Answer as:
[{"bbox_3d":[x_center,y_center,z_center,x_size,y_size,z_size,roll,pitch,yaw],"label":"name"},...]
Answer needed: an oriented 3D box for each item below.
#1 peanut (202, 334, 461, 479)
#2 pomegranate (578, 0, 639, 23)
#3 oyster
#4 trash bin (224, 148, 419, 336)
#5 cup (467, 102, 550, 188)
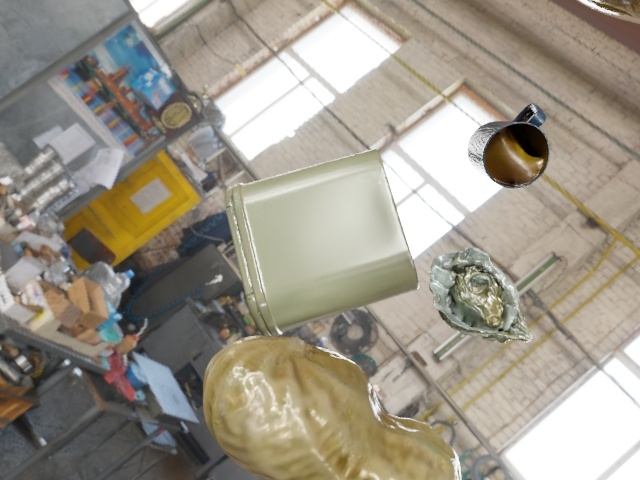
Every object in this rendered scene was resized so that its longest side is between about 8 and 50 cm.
[{"bbox_3d":[0.019,0.209,0.571,0.325,0.153,0.140,32,-11,-18],"label":"peanut"},{"bbox_3d":[0.256,-0.279,0.357,0.264,0.264,0.264,51,-6,8],"label":"pomegranate"},{"bbox_3d":[0.161,0.057,0.553,0.037,0.098,0.101,62,28,-60],"label":"oyster"},{"bbox_3d":[0.000,0.000,0.818,0.121,0.247,0.244,59,16,-73],"label":"trash bin"},{"bbox_3d":[0.353,-0.170,0.990,0.114,0.150,0.138,63,8,-13],"label":"cup"}]
